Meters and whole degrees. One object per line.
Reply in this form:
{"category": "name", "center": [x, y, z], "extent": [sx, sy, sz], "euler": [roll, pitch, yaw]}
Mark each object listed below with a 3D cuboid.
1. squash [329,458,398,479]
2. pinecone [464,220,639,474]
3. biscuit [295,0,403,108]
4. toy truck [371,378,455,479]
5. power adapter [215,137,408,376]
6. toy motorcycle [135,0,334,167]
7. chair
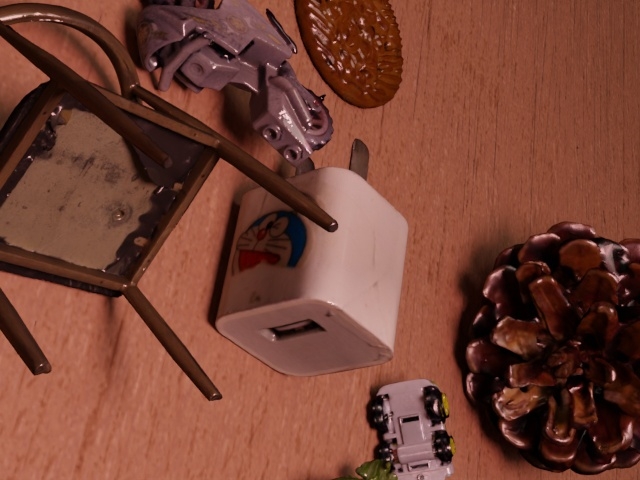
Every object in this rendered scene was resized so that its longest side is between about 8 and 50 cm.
{"category": "squash", "center": [-0.025, 0.283, 0.861], "extent": [0.379, 0.101, 0.101], "euler": [-37, 108, -55]}
{"category": "pinecone", "center": [0.309, 0.126, 1.260], "extent": [0.296, 0.242, 0.298], "euler": [-13, 94, -58]}
{"category": "biscuit", "center": [0.036, -0.236, 1.207], "extent": [0.188, 0.027, 0.187], "euler": [24, 60, -48]}
{"category": "toy truck", "center": [0.098, 0.194, 1.098], "extent": [0.077, 0.076, 0.111], "euler": [14, 65, -74]}
{"category": "power adapter", "center": [0.000, 0.000, 0.976], "extent": [0.125, 0.130, 0.204], "euler": [39, 47, -40]}
{"category": "toy motorcycle", "center": [-0.075, -0.149, 0.950], "extent": [0.215, 0.080, 0.122], "euler": [44, 41, -11]}
{"category": "chair", "center": [-0.154, -0.035, 0.762], "extent": [0.188, 0.166, 0.272], "euler": [20, 19, -49]}
